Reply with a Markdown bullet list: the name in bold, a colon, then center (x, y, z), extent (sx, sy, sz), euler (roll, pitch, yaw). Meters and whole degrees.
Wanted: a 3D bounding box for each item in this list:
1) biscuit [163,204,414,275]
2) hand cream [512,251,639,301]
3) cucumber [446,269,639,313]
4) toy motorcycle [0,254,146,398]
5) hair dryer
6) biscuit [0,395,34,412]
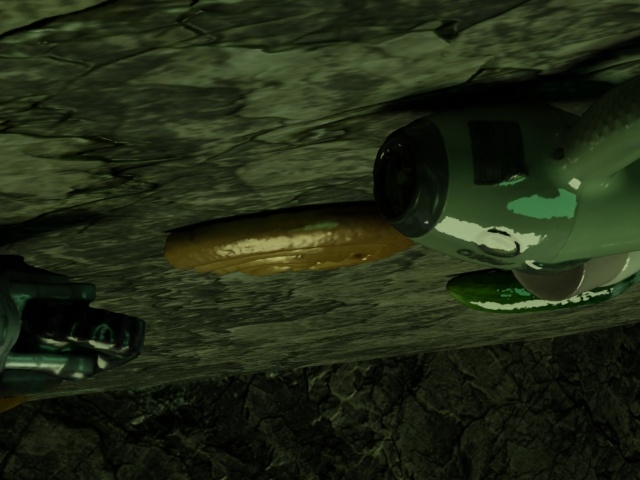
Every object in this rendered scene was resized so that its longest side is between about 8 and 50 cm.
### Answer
- **biscuit**: center (0.000, 0.001, 1.214), extent (0.144, 0.033, 0.224), euler (-12, 173, 30)
- **hand cream**: center (0.242, -0.029, 1.144), extent (0.248, 0.083, 0.133), euler (-18, -179, -36)
- **cucumber**: center (0.266, 0.050, 1.869), extent (0.250, 0.056, 0.056), euler (-7, 173, -5)
- **toy motorcycle**: center (-0.248, 0.054, 1.056), extent (0.270, 0.106, 0.159), euler (0, 175, 32)
- **hair dryer**: center (0.188, -0.045, 0.809), extent (0.229, 0.092, 0.267), euler (11, 157, -44)
- **biscuit**: center (-0.300, 0.109, 1.447), extent (0.197, 0.049, 0.301), euler (-35, 168, 10)
